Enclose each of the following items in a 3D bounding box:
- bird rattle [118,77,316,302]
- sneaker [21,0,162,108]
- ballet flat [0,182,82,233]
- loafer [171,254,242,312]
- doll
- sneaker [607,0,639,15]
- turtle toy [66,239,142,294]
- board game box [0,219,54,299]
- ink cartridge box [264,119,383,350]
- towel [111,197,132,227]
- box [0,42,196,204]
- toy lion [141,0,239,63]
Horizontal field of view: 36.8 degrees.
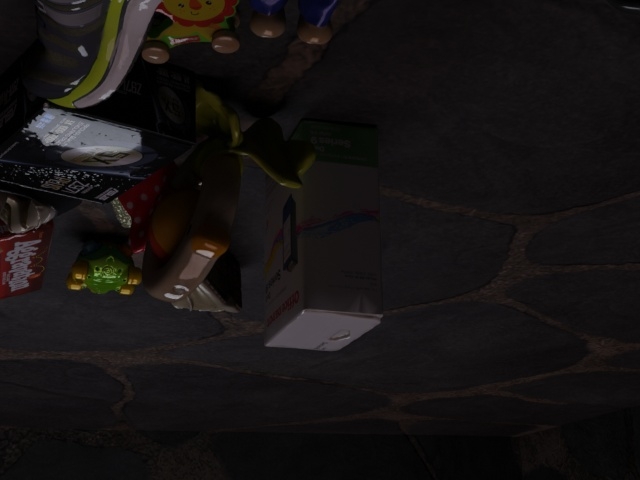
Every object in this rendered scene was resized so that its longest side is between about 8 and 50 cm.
[{"bbox_3d":[-0.138,-0.035,0.969,0.143,0.207,0.253,32,135,-29],"label":"bird rattle"},{"bbox_3d":[-0.166,-0.196,0.658,0.121,0.111,0.300,18,148,-23],"label":"sneaker"},{"bbox_3d":[-0.356,-0.046,1.079,0.074,0.074,0.203,-15,157,32],"label":"ballet flat"},{"bbox_3d":[-0.173,0.054,1.338,0.092,0.102,0.268,-8,162,5],"label":"loafer"},{"bbox_3d":[-0.009,-0.215,0.677,0.129,0.046,0.189,8,154,-1],"label":"doll"},{"bbox_3d":[0.354,-0.196,0.711,0.270,0.090,0.145,-14,155,23],"label":"sneaker"},{"bbox_3d":[-0.300,0.037,1.325,0.095,0.066,0.130,7,159,-21],"label":"turtle toy"},{"bbox_3d":[-0.443,0.034,1.298,0.145,0.027,0.281,-16,167,-23],"label":"board game box"},{"bbox_3d":[0.000,0.000,1.038,0.093,0.212,0.154,4,160,-17],"label":"ink cartridge box"},{"bbox_3d":[-0.201,-0.046,1.163,0.110,0.027,0.148,0,161,-3],"label":"towel"},{"bbox_3d":[-0.226,-0.109,0.905,0.147,0.077,0.180,13,155,-38],"label":"box"},{"bbox_3d":[-0.111,-0.187,0.772,0.100,0.034,0.096,-7,153,13],"label":"toy lion"}]
